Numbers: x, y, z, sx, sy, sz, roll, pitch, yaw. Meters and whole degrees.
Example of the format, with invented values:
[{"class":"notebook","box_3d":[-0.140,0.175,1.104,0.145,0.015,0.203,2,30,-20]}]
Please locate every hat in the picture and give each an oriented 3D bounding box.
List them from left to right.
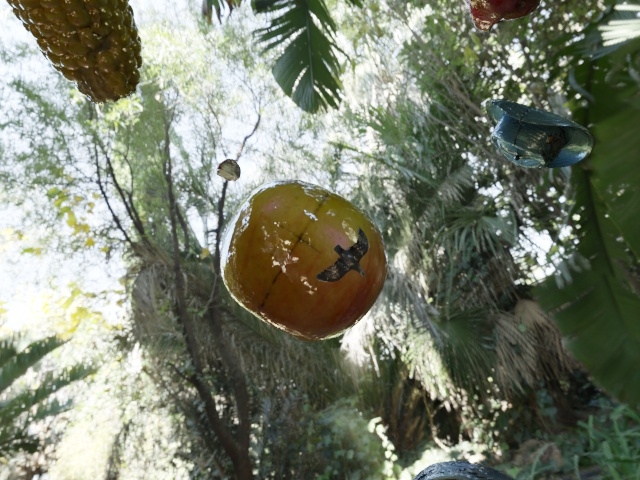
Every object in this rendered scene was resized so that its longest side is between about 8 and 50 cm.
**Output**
[{"class":"hat","box_3d":[0.341,-0.167,0.703,0.078,0.191,0.138,-51,-45,-2]}]

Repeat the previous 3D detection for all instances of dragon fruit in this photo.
[{"class":"dragon fruit","box_3d":[-0.301,-0.234,1.373,0.083,0.060,0.056,23,-21,-32]},{"class":"dragon fruit","box_3d":[0.337,-0.510,0.750,0.198,0.269,0.200,10,-37,30]}]

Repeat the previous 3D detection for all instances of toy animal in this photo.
[{"class":"toy animal","box_3d":[0.037,0.028,0.522,0.050,0.028,0.084,41,-93,-14]}]

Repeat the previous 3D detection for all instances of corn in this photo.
[{"class":"corn","box_3d":[-0.266,-0.305,0.393,0.130,0.130,0.346,-15,-55,-5]}]

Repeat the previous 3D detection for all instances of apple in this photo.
[{"class":"apple","box_3d":[-0.029,0.035,0.705,0.233,0.286,0.286,-63,-33,-7]}]

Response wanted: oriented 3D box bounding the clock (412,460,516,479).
[{"class":"clock","box_3d":[0.214,0.423,0.579,0.226,0.226,0.049,-37,-15,30]}]
